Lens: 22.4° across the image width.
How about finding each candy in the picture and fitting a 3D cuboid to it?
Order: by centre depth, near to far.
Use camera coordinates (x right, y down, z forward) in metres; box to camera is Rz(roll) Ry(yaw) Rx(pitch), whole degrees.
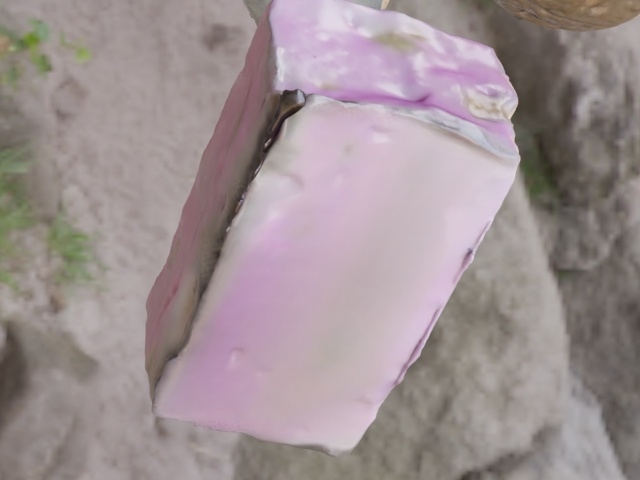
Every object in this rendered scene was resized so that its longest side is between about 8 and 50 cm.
[{"bbox_3d":[0.000,0.000,0.962,0.156,0.265,0.115,12,36,-18],"label":"candy"}]

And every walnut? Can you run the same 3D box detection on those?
[{"bbox_3d":[0.246,-0.295,1.636,0.230,0.178,0.178,28,65,-16],"label":"walnut"}]

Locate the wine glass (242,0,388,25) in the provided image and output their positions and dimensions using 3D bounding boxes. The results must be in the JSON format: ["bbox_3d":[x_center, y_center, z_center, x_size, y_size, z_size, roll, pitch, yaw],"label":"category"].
[{"bbox_3d":[-0.025,-0.372,1.727,0.357,0.191,0.190,70,38,-56],"label":"wine glass"}]
